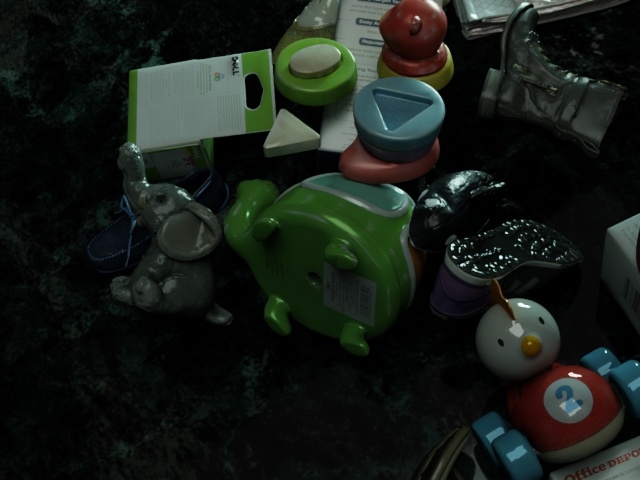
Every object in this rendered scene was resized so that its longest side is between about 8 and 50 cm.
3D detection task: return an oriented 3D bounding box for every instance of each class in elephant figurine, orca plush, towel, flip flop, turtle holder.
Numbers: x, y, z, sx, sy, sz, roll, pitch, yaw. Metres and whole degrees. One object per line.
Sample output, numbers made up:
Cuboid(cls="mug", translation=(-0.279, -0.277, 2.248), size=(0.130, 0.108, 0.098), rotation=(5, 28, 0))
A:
Cuboid(cls="elephant figurine", translation=(-0.226, -0.009, 1.623), size=(0.169, 0.186, 0.239), rotation=(17, 92, 39))
Cuboid(cls="orca plush", translation=(0.240, -0.048, 1.545), size=(0.102, 0.287, 0.151), rotation=(-18, 79, 37))
Cuboid(cls="towel", translation=(0.382, -0.535, 1.928), size=(0.317, 0.053, 0.331), rotation=(-13, 58, 3))
Cuboid(cls="flip flop", translation=(0.154, 0.379, 1.390), size=(0.080, 0.112, 0.277), rotation=(23, 60, -6))
Cuboid(cls="turtle holder", translation=(0.012, 0.016, 1.578), size=(0.320, 0.243, 0.227), rotation=(-5, 29, 43))

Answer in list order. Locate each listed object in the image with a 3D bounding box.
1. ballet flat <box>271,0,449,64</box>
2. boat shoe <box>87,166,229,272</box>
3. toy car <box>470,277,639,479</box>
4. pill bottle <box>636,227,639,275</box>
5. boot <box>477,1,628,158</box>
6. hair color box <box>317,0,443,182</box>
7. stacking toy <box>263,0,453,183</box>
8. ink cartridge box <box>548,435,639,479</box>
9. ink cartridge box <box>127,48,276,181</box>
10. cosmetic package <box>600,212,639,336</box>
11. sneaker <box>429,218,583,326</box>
Cuboid(cls="ballet flat", translation=(0.061, -0.417, 1.874), size=(0.349, 0.123, 0.123), rotation=(-20, 57, -3))
Cuboid(cls="boat shoe", translation=(-0.280, -0.048, 1.734), size=(0.258, 0.089, 0.109), rotation=(-37, 59, -12))
Cuboid(cls="toy car", translation=(0.281, 0.161, 1.382), size=(0.219, 0.210, 0.238), rotation=(-30, 95, -3))
Cuboid(cls="pill bottle", translation=(0.501, -0.054, 1.244), size=(0.210, 0.363, 0.210), rotation=(-4, 61, 7))
Cuboid(cls="boot", translation=(0.401, -0.268, 1.752), size=(0.229, 0.091, 0.263), rotation=(16, 67, 14))
Cuboid(cls="hair color box", translation=(0.102, -0.282, 1.733), size=(0.174, 0.105, 0.347), rotation=(8, 75, 1))
Cuboid(cls="stacking toy", translation=(0.058, -0.243, 1.551), size=(0.280, 0.130, 0.309), rotation=(5, 52, 5))
Cuboid(cls="ink cartridge box", translation=(0.404, 0.374, 1.345), size=(0.153, 0.087, 0.208), rotation=(-22, 57, -4))
Cuboid(cls="ink cartridge box", translation=(-0.199, -0.217, 1.820), size=(0.255, 0.097, 0.188), rotation=(-8, 58, 4))
Cuboid(cls="cosmetic package", translation=(0.622, 0.016, 1.486), size=(0.385, 0.156, 0.217), rotation=(-23, 58, -5))
Cuboid(cls="sneaker", translation=(0.264, 0.052, 1.539), size=(0.283, 0.124, 0.107), rotation=(-8, 43, -39))
